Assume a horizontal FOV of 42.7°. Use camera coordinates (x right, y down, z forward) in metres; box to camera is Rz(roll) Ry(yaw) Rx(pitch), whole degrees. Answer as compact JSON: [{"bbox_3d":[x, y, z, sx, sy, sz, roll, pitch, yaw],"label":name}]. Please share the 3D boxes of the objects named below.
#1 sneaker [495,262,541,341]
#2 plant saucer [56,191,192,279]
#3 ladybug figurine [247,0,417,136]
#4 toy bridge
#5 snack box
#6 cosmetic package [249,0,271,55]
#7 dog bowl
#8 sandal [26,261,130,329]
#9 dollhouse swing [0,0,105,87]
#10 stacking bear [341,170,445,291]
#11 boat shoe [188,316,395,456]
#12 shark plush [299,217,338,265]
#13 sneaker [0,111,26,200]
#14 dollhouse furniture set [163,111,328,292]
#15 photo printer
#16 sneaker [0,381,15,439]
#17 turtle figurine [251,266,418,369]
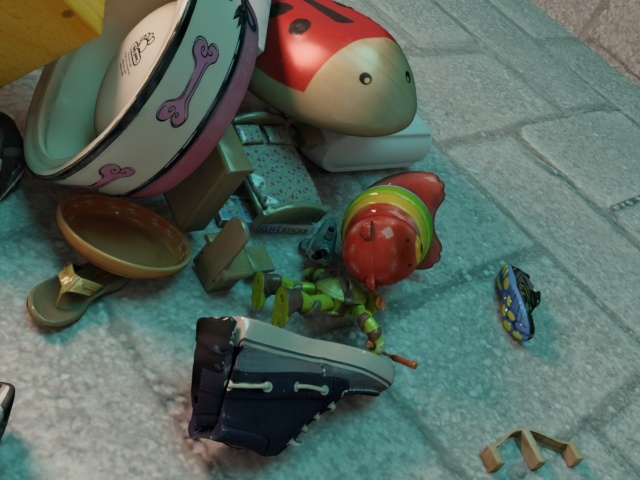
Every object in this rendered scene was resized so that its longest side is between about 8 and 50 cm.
[{"bbox_3d":[0.374,0.111,1.507,0.078,0.067,0.188,17,34,-8],"label":"sneaker"},{"bbox_3d":[-0.284,-0.003,1.176,0.199,0.037,0.200,24,22,-10],"label":"plant saucer"},{"bbox_3d":[-0.002,-0.339,1.493,0.305,0.162,0.449,-15,40,-38],"label":"ladybug figurine"},{"bbox_3d":[0.321,0.319,1.255,0.188,0.026,0.063,6,41,-31],"label":"toy bridge"},{"bbox_3d":[-0.099,-0.045,1.401,0.178,0.022,0.064,4,44,-32],"label":"snack box"},{"bbox_3d":[-0.213,-0.375,1.469,0.097,0.284,0.377,39,32,-29],"label":"cosmetic package"},{"bbox_3d":[-0.252,-0.241,1.177,0.150,0.408,0.408,30,30,-37],"label":"dog bowl"},{"bbox_3d":[-0.321,0.057,1.099,0.072,0.049,0.180,39,36,12],"label":"sandal"},{"bbox_3d":[-0.522,-0.371,1.144,0.315,0.346,0.305,44,27,-62],"label":"dollhouse swing"},{"bbox_3d":[0.109,-0.006,1.318,0.164,0.176,0.289,4,14,11],"label":"stacking bear"},{"bbox_3d":[-0.035,0.209,1.083,0.340,0.127,0.158,21,71,-40],"label":"boat shoe"},{"bbox_3d":[0.000,0.000,1.339,0.073,0.067,0.161,30,9,8],"label":"shark plush"},{"bbox_3d":[-0.460,-0.134,1.134,0.106,0.163,0.281,15,38,-20],"label":"sneaker"},{"bbox_3d":[-0.054,-0.103,1.323,0.355,0.174,0.303,-8,64,-40],"label":"dollhouse furniture set"},{"bbox_3d":[0.046,-0.250,1.677,0.307,0.107,0.256,-9,49,-41],"label":"photo printer"},{"bbox_3d":[-0.408,0.215,0.821,0.132,0.086,0.229,22,37,-7],"label":"sneaker"},{"bbox_3d":[0.020,0.095,1.221,0.217,0.087,0.269,6,29,-36],"label":"turtle figurine"}]
